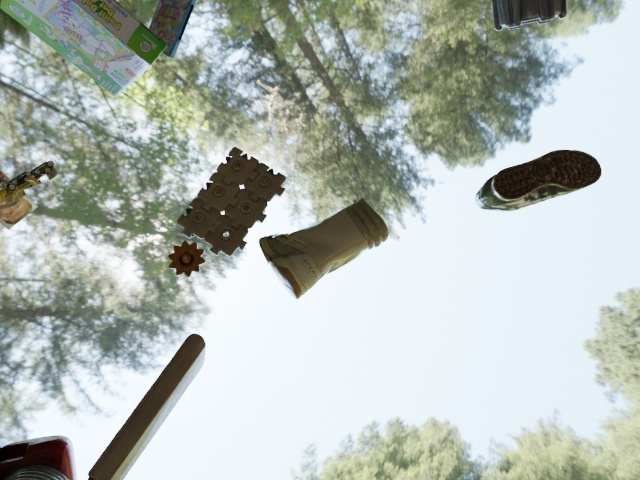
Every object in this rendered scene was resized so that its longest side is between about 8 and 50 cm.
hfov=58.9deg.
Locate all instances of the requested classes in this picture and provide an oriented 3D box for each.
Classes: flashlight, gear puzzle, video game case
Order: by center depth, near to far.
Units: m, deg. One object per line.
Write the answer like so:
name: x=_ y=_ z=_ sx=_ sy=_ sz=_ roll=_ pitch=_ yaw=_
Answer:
flashlight: x=0.277 y=-0.456 z=0.785 sx=0.103 sy=0.103 sz=0.304 roll=-5 pitch=-73 yaw=25
video game case: x=-0.328 y=-0.501 z=1.253 sx=0.119 sy=0.015 sz=0.166 roll=41 pitch=-69 yaw=34
gear puzzle: x=-0.228 y=-0.050 z=1.334 sx=0.175 sy=0.044 sz=0.339 roll=31 pitch=-106 yaw=11

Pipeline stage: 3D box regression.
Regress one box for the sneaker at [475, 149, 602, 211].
sneaker: x=0.318 y=-0.086 z=0.853 sx=0.192 sy=0.086 sz=0.064 roll=-13 pitch=-101 yaw=-19

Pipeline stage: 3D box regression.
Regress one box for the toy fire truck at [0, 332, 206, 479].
toy fire truck: x=-0.193 y=0.164 z=0.380 sx=0.246 sy=0.217 sz=0.158 roll=-8 pitch=-99 yaw=-17

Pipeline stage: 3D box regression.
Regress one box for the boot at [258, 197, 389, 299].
boot: x=0.000 y=0.000 z=1.019 sx=0.203 sy=0.262 sz=0.095 roll=-32 pitch=-76 yaw=-7

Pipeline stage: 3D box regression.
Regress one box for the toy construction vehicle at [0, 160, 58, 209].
toy construction vehicle: x=-0.443 y=-0.078 z=0.846 sx=0.086 sy=0.035 sz=0.098 roll=2 pitch=-142 yaw=50

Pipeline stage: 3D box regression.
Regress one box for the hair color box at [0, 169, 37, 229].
hair color box: x=-0.591 y=-0.083 z=1.041 sx=0.043 sy=0.141 sz=0.072 roll=39 pitch=-107 yaw=16

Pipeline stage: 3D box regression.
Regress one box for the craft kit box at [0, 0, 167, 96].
craft kit box: x=-0.417 y=-0.374 z=0.983 sx=0.247 sy=0.250 sz=0.061 roll=41 pitch=-111 yaw=-26
